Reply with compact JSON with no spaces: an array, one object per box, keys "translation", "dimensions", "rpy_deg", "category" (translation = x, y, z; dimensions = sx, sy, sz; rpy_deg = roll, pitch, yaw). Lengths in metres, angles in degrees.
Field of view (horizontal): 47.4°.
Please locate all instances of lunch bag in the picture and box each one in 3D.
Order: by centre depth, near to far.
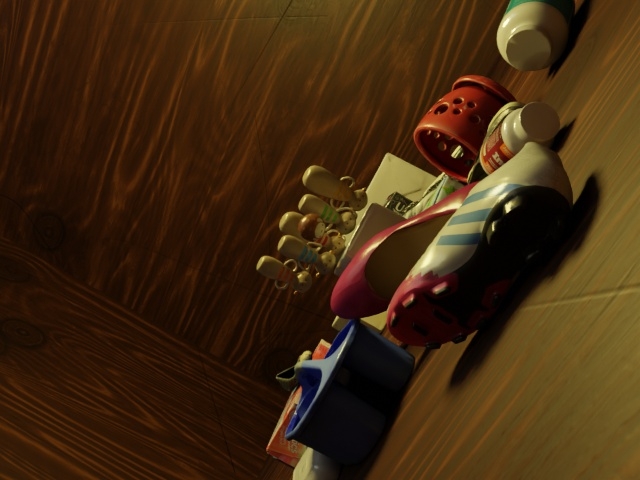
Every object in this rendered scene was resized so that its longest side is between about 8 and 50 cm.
[{"translation":[0.261,-0.033,1.666],"dimensions":[0.176,0.090,0.219],"rpy_deg":[-61,-1,-33],"category":"lunch bag"}]

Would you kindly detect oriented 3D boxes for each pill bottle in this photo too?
[{"translation":[0.319,-0.158,1.166],"dimensions":[0.086,0.086,0.152],"rpy_deg":[-61,-2,-19],"category":"pill bottle"},{"translation":[0.463,-0.459,1.569],"dimensions":[0.146,0.146,0.264],"rpy_deg":[-62,-2,42],"category":"pill bottle"}]

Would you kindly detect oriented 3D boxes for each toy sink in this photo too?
[{"translation":[0.145,0.153,2.065],"dimensions":[0.234,0.131,0.153],"rpy_deg":[-60,-1,-27],"category":"toy sink"}]

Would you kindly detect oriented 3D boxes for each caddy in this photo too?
[{"translation":[0.031,0.277,1.359],"dimensions":[0.241,0.179,0.341],"rpy_deg":[-60,-2,-21],"category":"caddy"}]

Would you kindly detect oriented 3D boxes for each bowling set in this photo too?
[{"translation":[0.000,0.000,1.507],"dimensions":[0.287,0.154,0.200],"rpy_deg":[-62,17,6],"category":"bowling set"}]

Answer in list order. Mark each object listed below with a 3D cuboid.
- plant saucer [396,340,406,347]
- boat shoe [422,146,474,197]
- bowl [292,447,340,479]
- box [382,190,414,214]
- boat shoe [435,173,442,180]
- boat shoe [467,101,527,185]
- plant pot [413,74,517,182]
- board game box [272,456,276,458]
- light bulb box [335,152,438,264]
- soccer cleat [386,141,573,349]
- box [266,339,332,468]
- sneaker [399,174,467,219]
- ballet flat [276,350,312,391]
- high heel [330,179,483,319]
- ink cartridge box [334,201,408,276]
[{"translation":[0.179,0.185,1.477],"dimensions":[0.083,0.013,0.083],"rpy_deg":[-60,-1,-2],"category":"plant saucer"},{"translation":[0.362,-0.167,1.879],"dimensions":[0.233,0.084,0.079],"rpy_deg":[-55,34,11],"category":"boat shoe"},{"translation":[-0.013,0.468,1.466],"dimensions":[0.142,0.053,0.142],"rpy_deg":[-60,8,18],"category":"bowl"},{"translation":[0.233,-0.037,2.058],"dimensions":[0.142,0.163,0.247],"rpy_deg":[-58,-1,2],"category":"box"},{"translation":[0.354,-0.139,2.083],"dimensions":[0.059,0.063,0.170],"rpy_deg":[-27,26,49],"category":"boat shoe"},{"translation":[0.330,-0.152,1.350],"dimensions":[0.223,0.080,0.073],"rpy_deg":[110,-178,-47],"category":"boat shoe"},{"translation":[0.324,-0.241,1.554],"dimensions":[0.174,0.191,0.191],"rpy_deg":[-52,-3,-12],"category":"plant pot"},{"translation":[-0.014,0.483,2.009],"dimensions":[0.302,0.086,0.308],"rpy_deg":[-61,-1,-17],"category":"board game box"},{"translation":[0.221,-0.057,2.518],"dimensions":[0.357,0.225,0.361],"rpy_deg":[-61,-2,-12],"category":"light bulb box"},{"translation":[0.201,0.014,0.931],"dimensions":[0.331,0.116,0.143],"rpy_deg":[-52,13,41],"category":"soccer cleat"},{"translation":[0.001,0.381,1.675],"dimensions":[0.154,0.142,0.300],"rpy_deg":[-61,-1,22],"category":"box"},{"translation":[0.294,-0.081,1.822],"dimensions":[0.271,0.108,0.100],"rpy_deg":[-43,0,26],"category":"sneaker"},{"translation":[-0.058,0.288,1.608],"dimensions":[0.057,0.049,0.173],"rpy_deg":[-60,1,-39],"category":"ballet flat"},{"translation":[0.146,0.025,1.177],"dimensions":[0.377,0.127,0.181],"rpy_deg":[-41,-4,19],"category":"high heel"},{"translation":[0.147,0.045,1.439],"dimensions":[0.117,0.201,0.278],"rpy_deg":[-62,-2,-10],"category":"ink cartridge box"}]
